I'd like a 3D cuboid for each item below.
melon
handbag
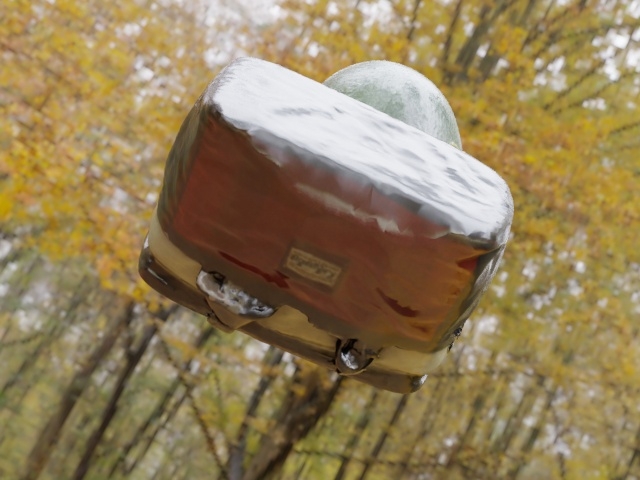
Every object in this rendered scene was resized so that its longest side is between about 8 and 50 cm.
[{"bbox_3d":[0.051,-0.060,1.220,0.182,0.287,0.182,4,-25,2],"label":"melon"},{"bbox_3d":[0.000,0.000,0.926,0.254,0.181,0.181,23,-62,-6],"label":"handbag"}]
